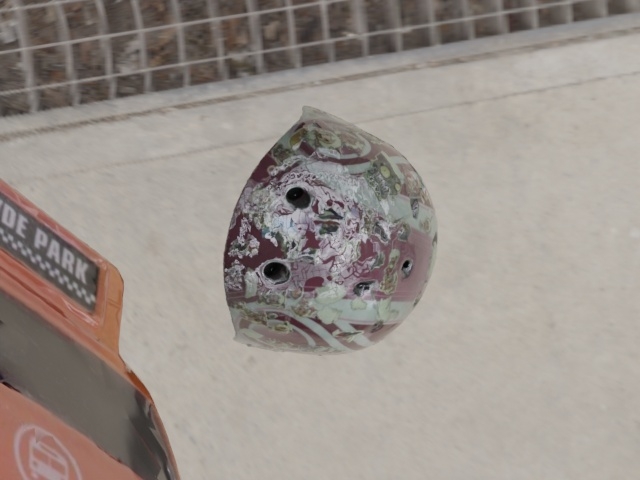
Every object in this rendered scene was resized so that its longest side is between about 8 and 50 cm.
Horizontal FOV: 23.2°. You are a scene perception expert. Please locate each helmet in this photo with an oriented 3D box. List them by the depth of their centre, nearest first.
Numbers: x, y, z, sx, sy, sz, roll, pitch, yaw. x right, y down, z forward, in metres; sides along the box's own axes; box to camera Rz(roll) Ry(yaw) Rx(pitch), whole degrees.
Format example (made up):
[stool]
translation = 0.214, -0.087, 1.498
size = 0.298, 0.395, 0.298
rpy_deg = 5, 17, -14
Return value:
[helmet]
translation = 0.016, 0.005, 0.965
size = 0.107, 0.177, 0.153
rpy_deg = 19, 94, 12

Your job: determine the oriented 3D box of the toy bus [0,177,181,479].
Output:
[toy bus]
translation = -0.251, 0.149, 0.597
size = 0.427, 0.233, 0.203
rpy_deg = -28, 131, 26
